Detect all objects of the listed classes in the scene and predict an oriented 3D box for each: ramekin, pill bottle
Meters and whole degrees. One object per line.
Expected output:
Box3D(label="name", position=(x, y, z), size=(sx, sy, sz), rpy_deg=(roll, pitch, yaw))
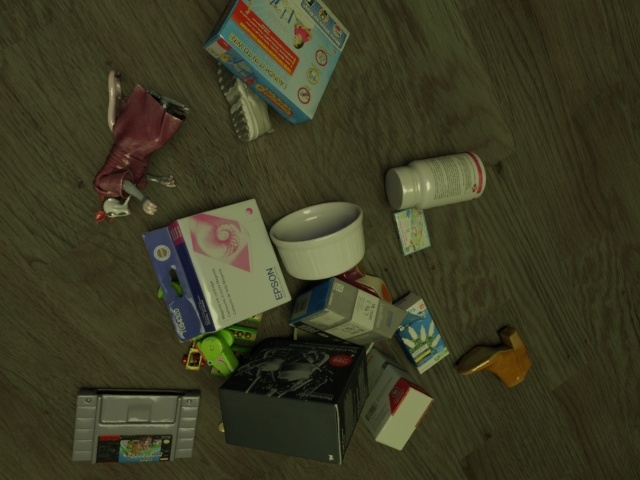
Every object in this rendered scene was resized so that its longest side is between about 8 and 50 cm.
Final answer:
Box3D(label="ramekin", position=(0.000, 0.000, 1.288), size=(0.277, 0.277, 0.135), rpy_deg=(-19, 114, -11))
Box3D(label="pill bottle", position=(0.364, -0.187, 1.402), size=(0.282, 0.160, 0.161), rpy_deg=(-11, 105, -13))

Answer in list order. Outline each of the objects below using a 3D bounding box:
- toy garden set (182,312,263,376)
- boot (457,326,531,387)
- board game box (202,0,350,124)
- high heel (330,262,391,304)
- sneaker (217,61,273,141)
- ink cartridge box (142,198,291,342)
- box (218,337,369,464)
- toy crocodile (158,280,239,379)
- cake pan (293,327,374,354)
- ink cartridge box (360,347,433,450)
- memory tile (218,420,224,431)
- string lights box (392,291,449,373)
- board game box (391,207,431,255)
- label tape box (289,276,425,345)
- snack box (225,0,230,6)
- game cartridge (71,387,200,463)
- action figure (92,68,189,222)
Box3D(label="toy garden set", position=(-0.310, 0.319, 1.382), size=(0.203, 0.049, 0.245), rpy_deg=(15, 98, -18))
Box3D(label="boot", position=(0.674, 0.487, 1.667), size=(0.295, 0.104, 0.211), rpy_deg=(-32, 108, -11))
Box3D(label="board game box", position=(-0.096, -0.515, 1.123), size=(0.308, 0.086, 0.302), rpy_deg=(35, 69, -35))
Box3D(label="high heel", position=(0.142, 0.164, 1.480), size=(0.117, 0.082, 0.244), rpy_deg=(-22, 134, 32))
Box3D(label="sneaker", position=(-0.208, -0.426, 1.241), size=(0.115, 0.105, 0.282), rpy_deg=(-22, 107, -42))
Box3D(label="ink cartridge box", position=(-0.285, 0.077, 1.238), size=(0.329, 0.071, 0.325), rpy_deg=(-20, 89, -28))
Box3D(label="box", position=(-0.061, 0.441, 1.271), size=(0.342, 0.312, 0.179), rpy_deg=(0, 105, 19))
Box3D(label="toy crocodile", position=(-0.353, 0.260, 1.292), size=(0.105, 0.115, 0.341), rpy_deg=(-33, 94, 8))
Box3D(label="cake pan", position=(0.048, 0.300, 1.476), size=(0.292, 0.054, 0.294), rpy_deg=(-3, 103, -15))
Box3D(label="ink cartridge box", position=(0.217, 0.515, 1.457), size=(0.114, 0.273, 0.197), rpy_deg=(32, 92, -23))
Box3D(label="memory tile", position=(-0.262, 0.610, 1.479), size=(0.148, 0.012, 0.113), rpy_deg=(-43, 109, -2))
Box3D(label="string lights box", position=(0.337, 0.326, 1.544), size=(0.133, 0.076, 0.260), rpy_deg=(-34, 112, -8))
Box3D(label="board game box", position=(0.310, -0.038, 1.490), size=(0.103, 0.026, 0.154), rpy_deg=(-19, 107, -11))
Box3D(label="label tape box", position=(0.108, 0.246, 1.320), size=(0.333, 0.240, 0.106), rpy_deg=(26, 60, -19))
Box3D(label="snack box", position=(-0.135, -0.562, 1.193), size=(0.174, 0.070, 0.207), rpy_deg=(-36, 113, -36))
Box3D(label="game cartridge", position=(-0.568, 0.578, 1.364), size=(0.354, 0.068, 0.231), rpy_deg=(7, 96, -17))
Box3D(label="action figure", position=(-0.494, -0.213, 1.111), size=(0.275, 0.248, 0.370), rpy_deg=(30, 90, -19))
